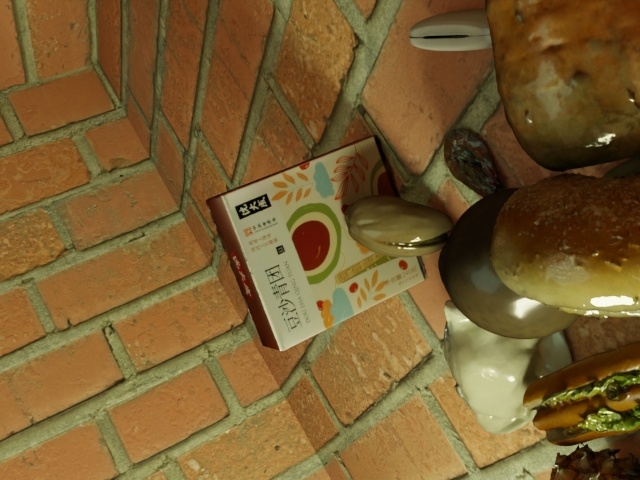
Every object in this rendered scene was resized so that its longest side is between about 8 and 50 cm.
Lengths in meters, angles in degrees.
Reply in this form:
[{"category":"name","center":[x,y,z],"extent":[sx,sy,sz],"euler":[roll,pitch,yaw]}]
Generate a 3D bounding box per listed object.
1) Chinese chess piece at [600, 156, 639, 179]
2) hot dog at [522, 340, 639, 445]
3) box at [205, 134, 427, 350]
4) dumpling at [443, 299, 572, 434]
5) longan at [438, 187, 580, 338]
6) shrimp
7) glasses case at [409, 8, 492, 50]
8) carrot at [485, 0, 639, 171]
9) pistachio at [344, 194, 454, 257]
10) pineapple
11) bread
[{"category":"Chinese chess piece","center":[0.464,-0.025,1.068],"extent":[0.188,0.083,0.188],"euler":[42,147,35]},{"category":"hot dog","center":[0.460,0.255,1.247],"extent":[0.135,0.100,0.337],"euler":[61,144,8]},{"category":"box","center":[0.000,0.000,1.656],"extent":[0.122,0.385,0.344],"euler":[-3,110,66]},{"category":"dumpling","center":[0.358,0.219,1.464],"extent":[0.243,0.187,0.318],"euler":[-11,118,25]},{"category":"longan","center":[0.312,0.036,1.226],"extent":[0.258,0.258,0.258],"euler":[45,149,38]},{"category":"shrimp","center":[0.285,-0.126,1.384],"extent":[0.190,0.042,0.101],"euler":[53,145,29]},{"category":"glasses case","center":[0.233,-0.338,1.232],"extent":[0.233,0.092,0.059],"euler":[19,127,56]},{"category":"carrot","center":[0.323,-0.264,0.969],"extent":[0.224,0.224,0.340],"euler":[-8,98,65]},{"category":"pistachio","center":[0.158,-0.032,1.566],"extent":[0.226,0.136,0.136],"euler":[10,132,12]},{"category":"pineapple","center":[0.532,0.411,1.206],"extent":[0.272,0.262,0.262],"euler":[-42,73,48]},{"category":"bread","center":[0.340,0.005,0.962],"extent":[0.314,0.192,0.171],"euler":[9,111,37]}]
